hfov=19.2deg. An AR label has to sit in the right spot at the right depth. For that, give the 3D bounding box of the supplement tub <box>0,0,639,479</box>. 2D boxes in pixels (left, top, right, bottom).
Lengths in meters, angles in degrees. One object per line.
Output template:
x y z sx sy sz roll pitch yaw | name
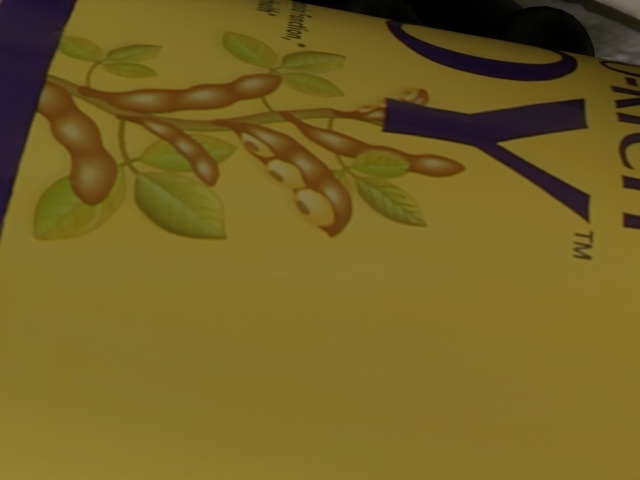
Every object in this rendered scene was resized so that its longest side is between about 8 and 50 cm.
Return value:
0.046 0.077 0.429 0.331 0.241 0.241 10 167 -2 | supplement tub

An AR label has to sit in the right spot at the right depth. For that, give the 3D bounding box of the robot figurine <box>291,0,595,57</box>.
-0.002 -0.002 0.678 0.209 0.173 0.278 40 157 -9 | robot figurine
